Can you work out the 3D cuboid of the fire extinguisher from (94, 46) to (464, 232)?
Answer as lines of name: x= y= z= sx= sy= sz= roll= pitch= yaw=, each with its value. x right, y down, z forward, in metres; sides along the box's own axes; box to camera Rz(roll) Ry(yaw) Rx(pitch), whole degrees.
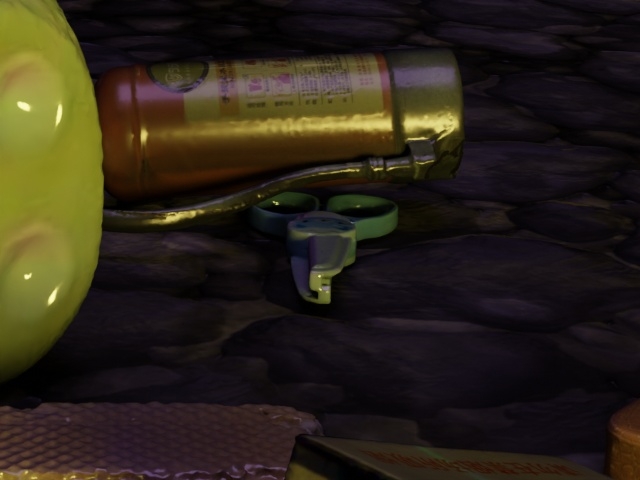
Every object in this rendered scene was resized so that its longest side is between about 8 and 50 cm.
fire extinguisher: x=-0.072 y=-0.086 z=1.396 sx=0.376 sy=0.113 sz=0.200 roll=-4 pitch=14 yaw=-4

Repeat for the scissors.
scissors: x=0.000 y=0.000 z=1.339 sx=0.125 sy=0.030 sz=0.256 roll=3 pitch=14 yaw=0

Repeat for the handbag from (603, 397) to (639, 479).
handbag: x=0.256 y=0.130 z=0.919 sx=0.193 sy=0.072 sz=0.151 roll=11 pitch=20 yaw=30

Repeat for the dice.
dice: x=-0.298 y=-0.042 z=1.070 sx=0.250 sy=0.252 sz=0.254 roll=-12 pitch=21 yaw=-40

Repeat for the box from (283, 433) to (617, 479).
box: x=0.145 y=0.167 z=0.675 sx=0.310 sy=0.084 sz=0.198 roll=20 pitch=5 yaw=43

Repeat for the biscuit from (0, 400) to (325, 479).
biscuit: x=-0.110 y=0.126 z=0.890 sx=0.239 sy=0.061 sz=0.108 roll=1 pitch=16 yaw=-8
